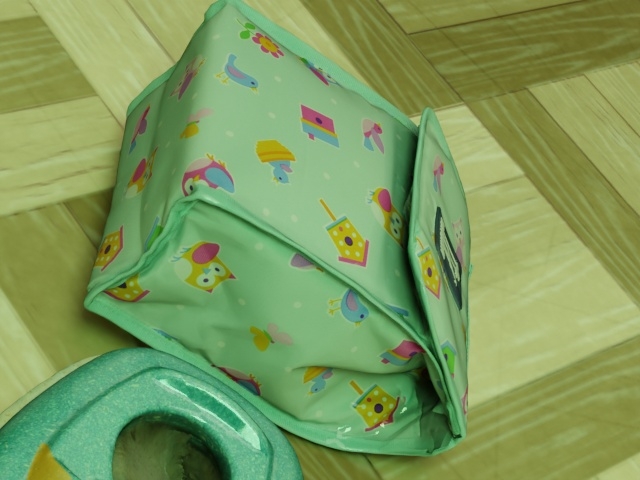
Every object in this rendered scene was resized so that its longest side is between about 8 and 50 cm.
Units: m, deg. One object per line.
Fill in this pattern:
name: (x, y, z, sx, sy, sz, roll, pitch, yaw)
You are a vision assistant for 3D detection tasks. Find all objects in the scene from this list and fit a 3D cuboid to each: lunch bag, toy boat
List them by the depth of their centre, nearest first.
toy boat: (-0.158, 0.121, 0.861, 0.318, 0.148, 0.267, 32, 40, -2)
lunch bag: (0.000, 0.000, 1.082, 0.262, 0.160, 0.223, 31, 35, -20)
